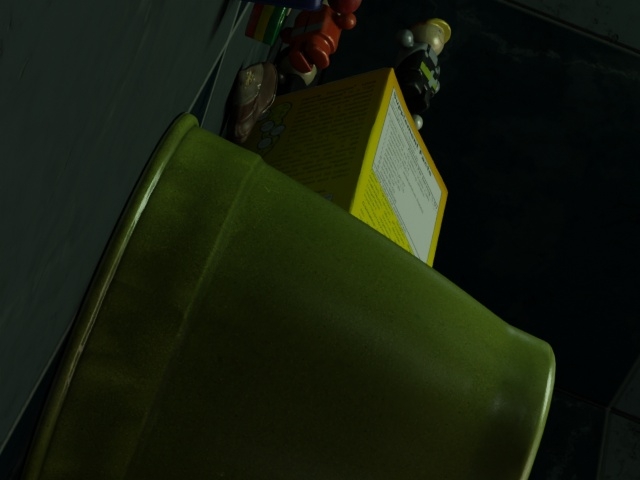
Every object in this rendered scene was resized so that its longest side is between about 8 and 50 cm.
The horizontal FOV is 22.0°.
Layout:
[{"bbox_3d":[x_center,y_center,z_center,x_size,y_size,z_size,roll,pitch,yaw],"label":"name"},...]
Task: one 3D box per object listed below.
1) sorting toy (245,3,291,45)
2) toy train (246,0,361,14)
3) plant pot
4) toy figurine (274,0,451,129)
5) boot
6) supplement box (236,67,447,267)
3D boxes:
[{"bbox_3d":[-0.012,-0.283,1.380,0.274,0.046,0.132,-68,179,-51],"label":"sorting toy"},{"bbox_3d":[-0.003,-0.255,1.076,0.248,0.105,0.143,-69,167,-58],"label":"toy train"},{"bbox_3d":[-0.013,0.130,1.331,0.366,0.353,0.366,21,90,-90],"label":"plant pot"},{"bbox_3d":[0.042,-0.209,2.072,0.213,0.210,0.148,113,-7,-50],"label":"toy figurine"},{"bbox_3d":[-0.069,-0.165,1.723,0.114,0.037,0.106,100,9,-67],"label":"boot"},{"bbox_3d":[0.000,0.000,1.821,0.356,0.195,0.194,-73,144,-50],"label":"supplement box"}]
